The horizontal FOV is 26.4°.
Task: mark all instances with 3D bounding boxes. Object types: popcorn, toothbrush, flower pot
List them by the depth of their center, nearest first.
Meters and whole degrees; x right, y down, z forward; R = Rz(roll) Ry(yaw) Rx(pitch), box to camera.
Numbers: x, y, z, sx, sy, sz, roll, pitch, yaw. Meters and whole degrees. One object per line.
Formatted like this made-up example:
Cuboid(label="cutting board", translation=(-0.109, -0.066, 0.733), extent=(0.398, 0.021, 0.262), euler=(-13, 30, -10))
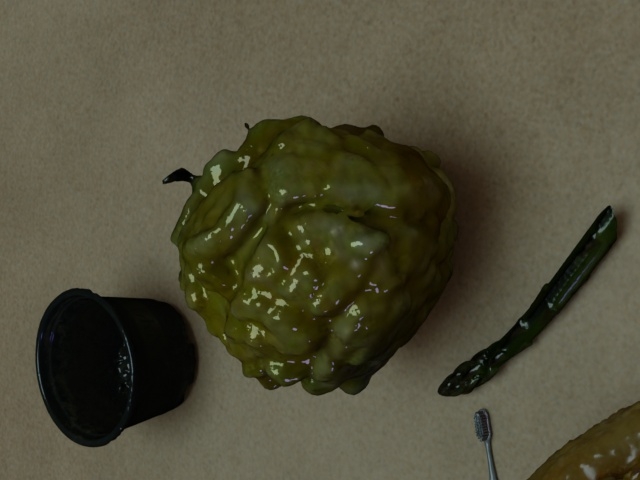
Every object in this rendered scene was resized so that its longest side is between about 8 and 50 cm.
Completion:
Cuboid(label="popcorn", translation=(-0.007, 0.000, 1.101), extent=(0.225, 0.249, 0.249), euler=(32, 113, 24))
Cuboid(label="toothbrush", translation=(0.145, 0.223, 1.131), extent=(0.011, 0.014, 0.167), euler=(-12, 85, 33))
Cuboid(label="flower pot", translation=(-0.199, 0.120, 1.373), extent=(0.157, 0.107, 0.157), euler=(7, 100, 41))

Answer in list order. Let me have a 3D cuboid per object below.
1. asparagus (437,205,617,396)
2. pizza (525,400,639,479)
Cuboid(label="asparagus", translation=(0.168, 0.059, 1.093), extent=(0.236, 0.027, 0.034), euler=(-52, 55, 31))
Cuboid(label="pizza", translation=(0.306, 0.202, 0.878), extent=(0.409, 0.114, 0.277), euler=(-3, 64, 36))
